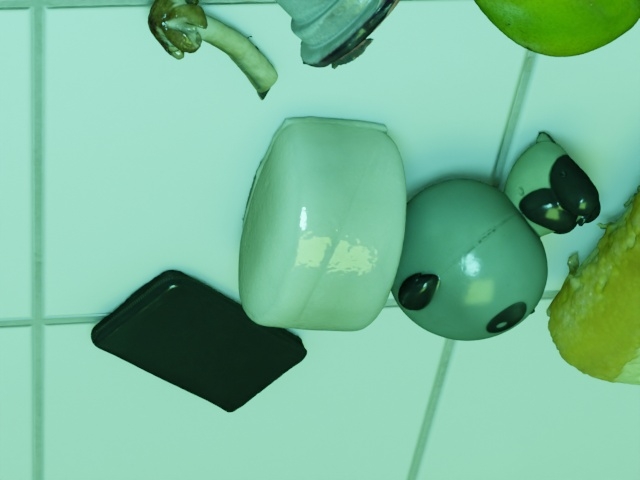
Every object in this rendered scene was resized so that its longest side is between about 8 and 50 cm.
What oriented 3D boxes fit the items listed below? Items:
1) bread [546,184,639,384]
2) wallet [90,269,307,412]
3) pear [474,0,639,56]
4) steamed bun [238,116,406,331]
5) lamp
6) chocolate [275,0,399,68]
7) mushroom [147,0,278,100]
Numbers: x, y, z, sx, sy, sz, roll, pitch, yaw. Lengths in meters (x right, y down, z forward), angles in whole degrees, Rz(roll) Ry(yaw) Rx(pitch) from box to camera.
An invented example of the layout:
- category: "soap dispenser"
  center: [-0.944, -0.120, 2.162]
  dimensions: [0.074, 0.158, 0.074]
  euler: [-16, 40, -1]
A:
- category: "bread"
  center: [0.424, 0.010, 2.114]
  dimensions: [0.236, 0.165, 0.375]
  euler: [9, 140, -20]
- category: "wallet"
  center: [-0.134, 0.119, 2.217]
  dimensions: [0.149, 0.044, 0.250]
  euler: [-38, 134, 25]
- category: "pear"
  center: [0.195, -0.254, 1.744]
  dimensions: [0.216, 0.166, 0.180]
  euler: [3, 161, 25]
- category: "steamed bun"
  center: [0.000, 0.000, 1.999]
  dimensions: [0.146, 0.164, 0.242]
  euler: [4, 141, -16]
- category: "lamp"
  center: [0.184, 0.001, 2.042]
  dimensions: [0.244, 0.198, 0.198]
  euler: [-35, 138, 6]
- category: "chocolate"
  center: [0.003, -0.264, 1.665]
  dimensions: [0.147, 0.221, 0.221]
  euler: [32, 127, -24]
- category: "mushroom"
  center: [-0.095, -0.181, 1.837]
  dimensions: [0.060, 0.061, 0.187]
  euler: [-36, 140, 21]
